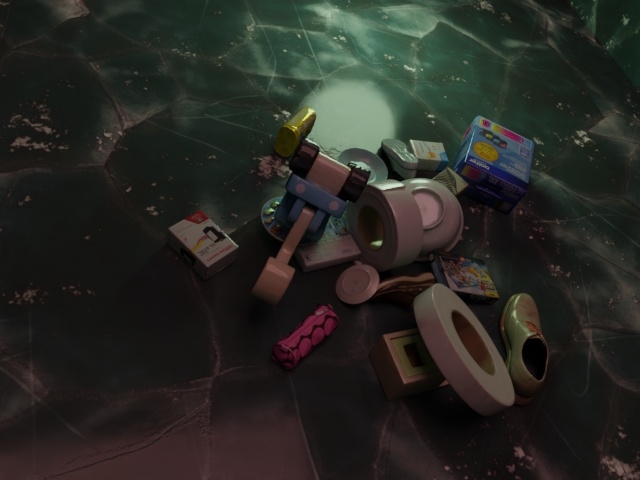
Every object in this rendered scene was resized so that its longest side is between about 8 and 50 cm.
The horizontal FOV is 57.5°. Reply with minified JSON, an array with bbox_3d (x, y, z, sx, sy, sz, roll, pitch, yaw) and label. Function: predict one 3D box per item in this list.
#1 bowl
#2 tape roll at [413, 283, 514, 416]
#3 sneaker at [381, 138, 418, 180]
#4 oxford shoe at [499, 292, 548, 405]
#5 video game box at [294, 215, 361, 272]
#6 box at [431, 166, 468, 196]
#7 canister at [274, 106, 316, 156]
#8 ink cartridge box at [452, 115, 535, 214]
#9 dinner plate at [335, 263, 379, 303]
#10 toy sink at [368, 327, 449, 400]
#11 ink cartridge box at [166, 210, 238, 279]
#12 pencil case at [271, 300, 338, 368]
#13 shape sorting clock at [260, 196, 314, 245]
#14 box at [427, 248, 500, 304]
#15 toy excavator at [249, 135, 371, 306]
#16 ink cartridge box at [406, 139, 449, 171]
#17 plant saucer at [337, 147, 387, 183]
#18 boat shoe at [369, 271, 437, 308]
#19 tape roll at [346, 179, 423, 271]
[{"bbox_3d":[0.335,-0.089,1.937,0.298,0.134,0.297,-1,75,3],"label":"bowl"},{"bbox_3d":[0.405,0.301,1.642,0.392,0.072,0.392,44,23,-24],"label":"tape roll"},{"bbox_3d":[0.290,-0.308,2.216,0.094,0.091,0.258,-1,33,-15],"label":"sneaker"},{"bbox_3d":[0.652,0.309,1.812,0.141,0.146,0.396,18,49,-5],"label":"oxford shoe"},{"bbox_3d":[0.000,0.000,1.884,0.205,0.048,0.187,-12,59,-27],"label":"video game box"},{"bbox_3d":[0.415,-0.154,2.129,0.113,0.094,0.275,42,51,13],"label":"box"},{"bbox_3d":[-0.088,-0.398,2.118,0.073,0.126,0.170,31,47,6],"label":"canister"},{"bbox_3d":[0.673,-0.283,2.297,0.270,0.151,0.395,25,50,0],"label":"ink cartridge box"},{"bbox_3d":[0.111,0.129,1.788,0.141,0.017,0.141,-14,52,19],"label":"dinner plate"},{"bbox_3d":[0.284,0.339,1.663,0.234,0.131,0.152,-5,56,-25],"label":"toy sink"},{"bbox_3d":[-0.348,0.013,1.728,0.175,0.072,0.127,42,50,15],"label":"ink cartridge box"},{"bbox_3d":[-0.042,0.263,1.625,0.095,0.098,0.209,40,51,13],"label":"pencil case"},{"bbox_3d":[-0.088,-0.065,1.849,0.206,0.040,0.206,9,50,-11],"label":"shape sorting clock"},{"bbox_3d":[0.473,0.122,1.925,0.233,0.044,0.159,12,47,-32],"label":"box"},{"bbox_3d":[-0.051,-0.055,1.706,0.222,0.445,0.433,27,8,-7],"label":"toy excavator"},{"bbox_3d":[0.399,-0.333,2.288,0.181,0.061,0.104,2,52,-18],"label":"ink cartridge box"},{"bbox_3d":[0.152,-0.262,2.156,0.195,0.037,0.194,10,51,-13],"label":"plant saucer"},{"bbox_3d":[0.268,0.164,1.825,0.258,0.095,0.095,-10,63,-27],"label":"boat shoe"},{"bbox_3d":[0.197,-0.048,1.838,0.100,0.286,0.286,-12,58,-27],"label":"tape roll"}]
